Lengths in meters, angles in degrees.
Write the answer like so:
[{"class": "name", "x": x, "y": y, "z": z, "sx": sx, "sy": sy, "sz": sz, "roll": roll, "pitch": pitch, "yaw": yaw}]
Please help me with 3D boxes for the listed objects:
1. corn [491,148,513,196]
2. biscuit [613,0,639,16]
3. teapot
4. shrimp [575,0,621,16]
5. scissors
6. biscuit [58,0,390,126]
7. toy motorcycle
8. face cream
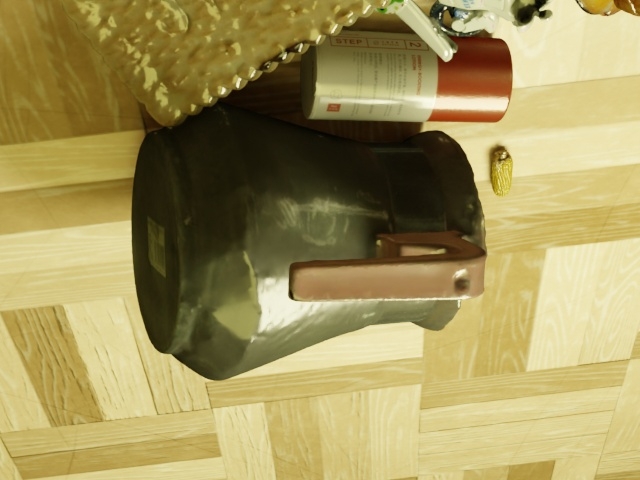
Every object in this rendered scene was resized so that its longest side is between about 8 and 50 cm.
[{"class": "corn", "x": 0.224, "y": -0.085, "z": 1.584, "sx": 0.027, "sy": 0.028, "sz": 0.083, "roll": -13, "pitch": 148, "yaw": -2}, {"class": "biscuit", "x": 0.336, "y": -0.315, "z": 1.195, "sx": 0.290, "sy": 0.041, "sz": 0.208, "roll": -17, "pitch": 127, "yaw": -34}, {"class": "teapot", "x": 0.000, "y": 0.000, "z": 1.404, "sx": 0.362, "sy": 0.376, "sz": 0.305, "roll": -4, "pitch": 103, "yaw": -20}, {"class": "shrimp", "x": 0.270, "y": -0.319, "z": 1.205, "sx": 0.068, "sy": 0.150, "sz": 0.248, "roll": 19, "pitch": 148, "yaw": 38}, {"class": "scissors", "x": 0.063, "y": -0.250, "z": 1.269, "sx": 0.204, "sy": 0.027, "sz": 0.101, "roll": 42, "pitch": 141, "yaw": -26}, {"class": "biscuit", "x": -0.089, "y": -0.255, "z": 1.232, "sx": 0.325, "sy": 0.044, "sz": 0.217, "roll": -27, "pitch": 116, "yaw": 25}, {"class": "toy motorcycle", "x": 0.161, "y": -0.280, "z": 1.248, "sx": 0.150, "sy": 0.102, "sz": 0.221, "roll": -5, "pitch": 146, "yaw": 18}, {"class": "face cream", "x": 0.091, "y": -0.175, "z": 1.376, "sx": 0.214, "sy": 0.096, "sz": 0.096, "roll": 1, "pitch": 143, "yaw": -12}]
